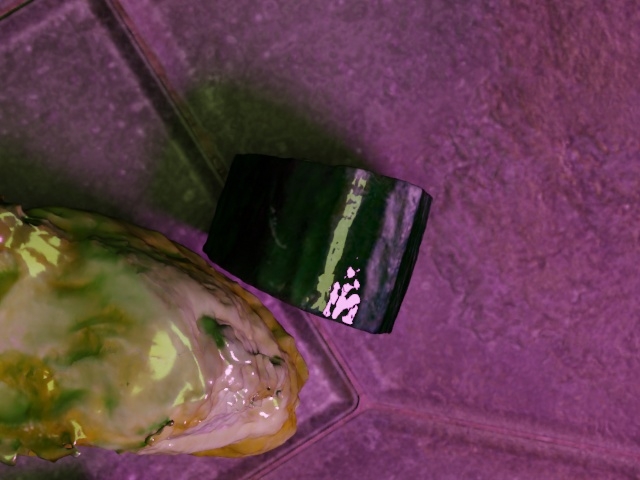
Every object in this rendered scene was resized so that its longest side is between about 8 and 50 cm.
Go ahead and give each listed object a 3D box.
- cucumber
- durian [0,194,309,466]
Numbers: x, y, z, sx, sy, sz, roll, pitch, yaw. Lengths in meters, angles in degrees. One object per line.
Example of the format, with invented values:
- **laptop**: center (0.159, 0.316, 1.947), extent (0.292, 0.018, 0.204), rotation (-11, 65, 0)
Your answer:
- **cucumber**: center (-0.003, -0.001, 0.920), extent (0.191, 0.191, 0.130), rotation (17, 87, -12)
- **durian**: center (-0.159, 0.093, 0.866), extent (0.256, 0.340, 0.204), rotation (26, 89, 27)
